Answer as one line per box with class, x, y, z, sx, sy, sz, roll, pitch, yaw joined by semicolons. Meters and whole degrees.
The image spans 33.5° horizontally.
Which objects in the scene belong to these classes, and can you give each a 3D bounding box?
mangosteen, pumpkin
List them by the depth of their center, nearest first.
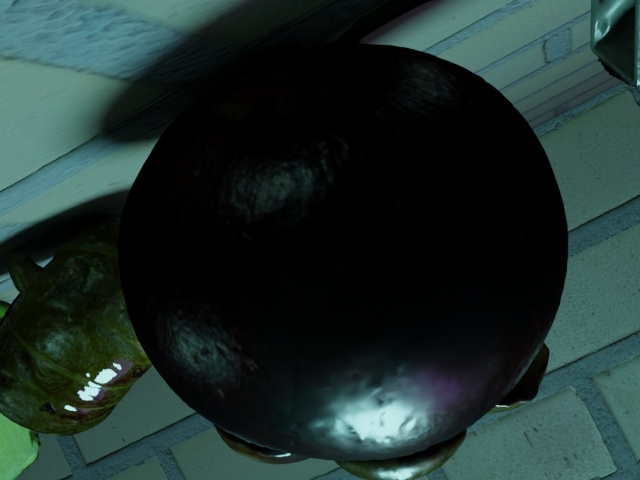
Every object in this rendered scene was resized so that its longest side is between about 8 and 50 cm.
mangosteen;0.021;0.031;0.751;0.307;0.347;0.307;-10;-143;8
pumpkin;-0.228;0.069;0.982;0.219;0.162;0.219;-46;-164;17

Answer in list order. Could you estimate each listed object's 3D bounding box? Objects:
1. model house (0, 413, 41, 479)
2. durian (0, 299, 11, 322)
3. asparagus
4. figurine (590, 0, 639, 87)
model house;-0.426;0.176;1.169;0.214;0.195;0.189;-35;147;-47
durian;-0.389;0.143;0.946;0.106;0.132;0.375;-37;-173;37
asparagus;0.043;-0.157;0.753;0.127;0.018;0.015;-26;-142;32
figurine;0.361;-0.228;0.791;0.285;0.167;0.342;-19;-163;-9
